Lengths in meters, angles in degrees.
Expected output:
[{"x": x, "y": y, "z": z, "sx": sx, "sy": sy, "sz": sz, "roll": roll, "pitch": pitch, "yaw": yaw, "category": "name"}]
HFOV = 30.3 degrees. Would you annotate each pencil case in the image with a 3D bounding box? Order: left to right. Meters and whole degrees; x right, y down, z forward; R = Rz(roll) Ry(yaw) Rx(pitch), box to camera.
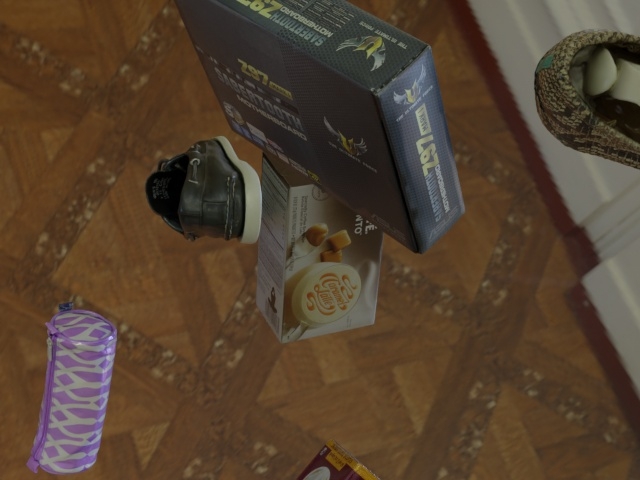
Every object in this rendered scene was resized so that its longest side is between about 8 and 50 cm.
[{"x": -0.303, "y": 0.185, "z": 1.441, "sx": 0.086, "sy": 0.206, "sz": 0.088, "roll": 27, "pitch": 27, "yaw": 36, "category": "pencil case"}]

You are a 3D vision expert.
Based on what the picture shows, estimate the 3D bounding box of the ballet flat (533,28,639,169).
[{"x": 0.436, "y": -0.087, "z": 1.130, "sx": 0.483, "sy": 0.182, "sz": 0.164, "roll": 20, "pitch": 93, "yaw": 7, "category": "ballet flat"}]

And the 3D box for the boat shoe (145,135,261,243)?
[{"x": -0.167, "y": -0.063, "z": 1.522, "sx": 0.113, "sy": 0.340, "sz": 0.127, "roll": -1, "pitch": 106, "yaw": -17, "category": "boat shoe"}]

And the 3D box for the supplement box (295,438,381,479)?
[{"x": -0.006, "y": 0.336, "z": 1.367, "sx": 0.081, "sy": 0.104, "sz": 0.188, "roll": 44, "pitch": 83, "yaw": -18, "category": "supplement box"}]

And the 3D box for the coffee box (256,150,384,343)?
[{"x": 0.000, "y": 0.000, "z": 1.547, "sx": 0.141, "sy": 0.246, "sz": 0.098, "roll": -10, "pitch": 37, "yaw": -21, "category": "coffee box"}]

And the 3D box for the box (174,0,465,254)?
[{"x": -0.004, "y": -0.111, "z": 0.888, "sx": 0.059, "sy": 0.183, "sz": 0.233, "roll": -43, "pitch": 55, "yaw": -18, "category": "box"}]
